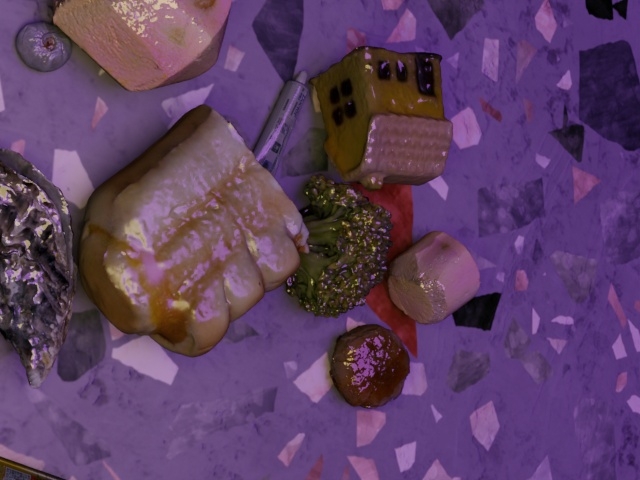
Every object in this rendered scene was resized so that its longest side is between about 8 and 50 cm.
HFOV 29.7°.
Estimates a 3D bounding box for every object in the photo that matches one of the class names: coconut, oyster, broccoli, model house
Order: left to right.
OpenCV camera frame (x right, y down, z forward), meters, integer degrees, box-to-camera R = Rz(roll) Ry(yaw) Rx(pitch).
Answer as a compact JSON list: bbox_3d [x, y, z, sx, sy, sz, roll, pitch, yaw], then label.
[{"bbox_3d":[-0.431,0.034,1.705,0.158,0.162,0.350,-17,98,-45],"label":"oyster"},{"bbox_3d":[-0.251,-0.342,1.804,0.245,0.233,0.233,39,68,-25],"label":"coconut"},{"bbox_3d":[0.016,0.003,2.010,0.273,0.180,0.242,22,78,-33],"label":"broccoli"},{"bbox_3d":[0.106,-0.193,2.059,0.193,0.175,0.234,1,79,-39],"label":"model house"},{"bbox_3d":[0.210,0.064,2.173,0.153,0.147,0.147,-35,108,-28],"label":"coconut"}]

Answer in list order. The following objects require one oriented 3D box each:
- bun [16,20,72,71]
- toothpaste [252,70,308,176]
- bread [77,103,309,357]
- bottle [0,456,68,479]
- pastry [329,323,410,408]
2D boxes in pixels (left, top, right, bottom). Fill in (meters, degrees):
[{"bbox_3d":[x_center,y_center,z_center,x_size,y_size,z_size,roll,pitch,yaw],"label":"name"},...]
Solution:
[{"bbox_3d":[-0.410,-0.289,1.796,0.083,0.045,0.083,5,82,-34],"label":"bun"},{"bbox_3d":[-0.070,-0.190,2.042,0.064,0.041,0.218,32,75,-37],"label":"toothpaste"},{"bbox_3d":[-0.214,0.009,1.834,0.300,0.210,0.341,48,64,-12],"label":"bread"},{"bbox_3d":[-0.385,0.393,1.781,0.286,0.082,0.082,28,73,-31],"label":"bottle"},{"bbox_3d":[0.086,0.221,2.116,0.153,0.081,0.153,-3,95,-36],"label":"pastry"}]
